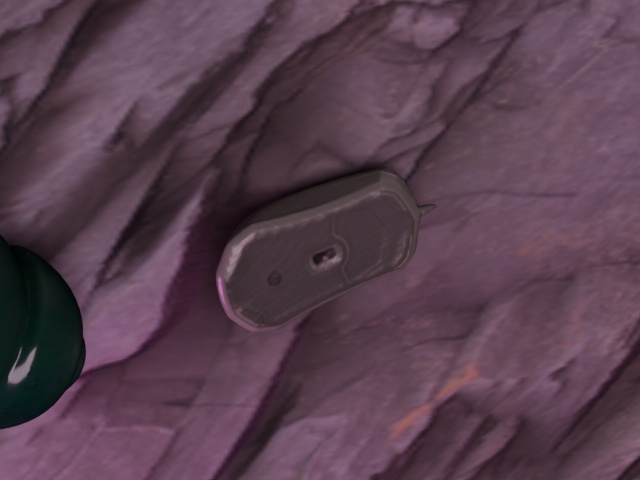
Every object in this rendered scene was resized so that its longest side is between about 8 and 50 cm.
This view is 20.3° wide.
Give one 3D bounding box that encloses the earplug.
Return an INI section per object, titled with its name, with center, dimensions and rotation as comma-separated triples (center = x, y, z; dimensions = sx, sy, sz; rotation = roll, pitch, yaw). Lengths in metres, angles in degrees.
[earplug]
center = -0.255, 0.009, 1.204
dimensions = 0.280, 0.164, 0.257
rotation = 33, 87, -41

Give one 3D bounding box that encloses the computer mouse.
[computer mouse]
center = 0.000, 0.000, 1.331
dimensions = 0.181, 0.056, 0.089
rotation = -22, 121, -15
